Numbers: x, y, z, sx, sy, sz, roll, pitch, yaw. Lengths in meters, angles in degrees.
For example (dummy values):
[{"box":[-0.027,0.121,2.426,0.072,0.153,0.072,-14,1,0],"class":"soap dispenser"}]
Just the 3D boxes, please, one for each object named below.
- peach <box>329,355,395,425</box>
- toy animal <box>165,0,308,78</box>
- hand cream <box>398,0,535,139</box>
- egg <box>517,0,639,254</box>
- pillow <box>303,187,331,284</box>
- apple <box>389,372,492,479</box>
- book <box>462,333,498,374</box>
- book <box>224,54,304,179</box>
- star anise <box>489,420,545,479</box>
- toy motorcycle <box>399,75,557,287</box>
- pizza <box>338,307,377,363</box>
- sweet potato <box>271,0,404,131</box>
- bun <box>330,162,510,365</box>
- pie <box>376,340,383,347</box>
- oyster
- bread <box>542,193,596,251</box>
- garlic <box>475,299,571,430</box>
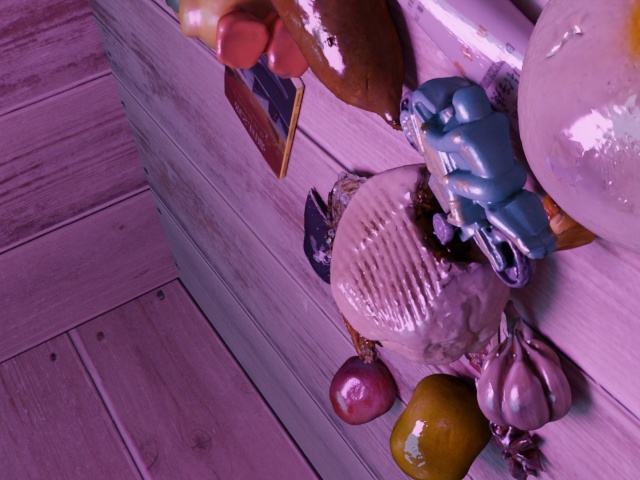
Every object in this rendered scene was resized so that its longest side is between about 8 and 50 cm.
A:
[{"box":[0.090,0.329,1.854,0.152,0.152,0.152,52,158,31],"class":"peach"},{"box":[-0.148,-0.428,1.418,0.338,0.216,0.191,51,131,43],"class":"toy animal"},{"box":[0.183,-0.239,0.943,0.314,0.089,0.140,48,153,14],"class":"hand cream"},{"box":[0.274,-0.103,0.680,0.337,0.201,0.337,53,158,32],"class":"egg"},{"box":[0.000,0.000,1.787,0.208,0.055,0.141,93,155,-53],"class":"pillow"},{"box":[0.214,0.337,1.452,0.157,0.196,0.196,33,152,15],"class":"apple"},{"box":[0.224,0.127,1.397,0.232,0.022,0.162,42,151,47],"class":"book"},{"box":[-0.129,-0.320,1.749,0.262,0.028,0.374,57,160,16],"class":"book"},{"box":[0.329,0.357,1.363,0.124,0.056,0.129,31,142,57],"class":"star anise"},{"box":[0.182,-0.090,0.961,0.198,0.109,0.296,97,149,-65],"class":"toy motorcycle"},{"box":[0.076,0.140,1.598,0.195,0.052,0.185,93,154,-66],"class":"pizza"},{"box":[0.022,-0.320,1.156,0.158,0.157,0.370,23,140,63],"class":"sweet potato"},{"box":[0.154,0.040,1.161,0.281,0.204,0.282,-11,74,43],"class":"bun"},{"box":[0.109,0.124,1.651,0.204,0.054,0.219,62,161,6],"class":"pie"},{"box":[0.087,-0.024,1.462,0.268,0.112,0.198,-130,43,-56],"class":"oyster"},{"box":[0.289,-0.035,0.928,0.132,0.074,0.053,100,156,-59],"class":"bread"},{"box":[0.290,0.181,1.165,0.131,0.127,0.194,-2,100,24],"class":"garlic"}]
